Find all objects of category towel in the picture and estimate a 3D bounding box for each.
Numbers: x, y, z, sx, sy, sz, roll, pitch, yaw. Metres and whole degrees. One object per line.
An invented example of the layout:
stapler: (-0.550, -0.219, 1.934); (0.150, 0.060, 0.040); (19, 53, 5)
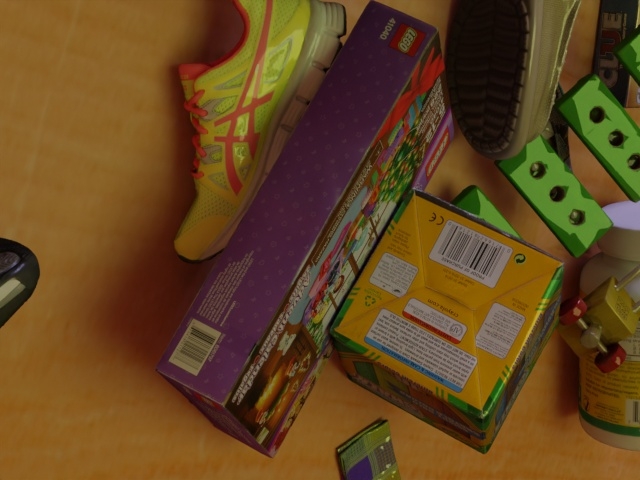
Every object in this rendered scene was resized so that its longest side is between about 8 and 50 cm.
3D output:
towel: (0.043, 0.196, 1.307); (0.060, 0.009, 0.083); (-30, 121, -32)

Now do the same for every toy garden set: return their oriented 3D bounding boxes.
toy garden set: (0.245, -0.030, 1.325); (0.244, 0.049, 0.204); (-43, 104, -3)

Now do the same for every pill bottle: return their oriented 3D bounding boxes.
pill bottle: (0.294, 0.075, 1.428); (0.118, 0.118, 0.208); (-19, 114, -38)

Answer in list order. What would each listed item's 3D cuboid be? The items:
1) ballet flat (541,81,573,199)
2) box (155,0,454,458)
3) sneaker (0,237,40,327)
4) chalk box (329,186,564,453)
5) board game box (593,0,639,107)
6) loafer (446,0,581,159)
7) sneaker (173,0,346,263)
ballet flat: (0.195, -0.082, 1.347); (0.041, 0.041, 0.114); (-29, 119, -34)
box: (0.000, 0.000, 1.113); (0.293, 0.057, 0.201); (-60, 165, -11)
sneaker: (-0.260, 0.100, 0.961); (0.229, 0.086, 0.132); (-32, 127, -20)
chalk box: (0.101, 0.073, 1.214); (0.132, 0.132, 0.213); (-60, 165, -13)
board game box: (0.324, -0.243, 1.415); (0.165, 0.042, 0.243); (-4, 105, -42)
loafer: (0.168, -0.196, 1.245); (0.092, 0.102, 0.268); (-3, 104, -36)
sneaker: (-0.064, -0.085, 1.093); (0.094, 0.081, 0.208); (24, 94, -14)
